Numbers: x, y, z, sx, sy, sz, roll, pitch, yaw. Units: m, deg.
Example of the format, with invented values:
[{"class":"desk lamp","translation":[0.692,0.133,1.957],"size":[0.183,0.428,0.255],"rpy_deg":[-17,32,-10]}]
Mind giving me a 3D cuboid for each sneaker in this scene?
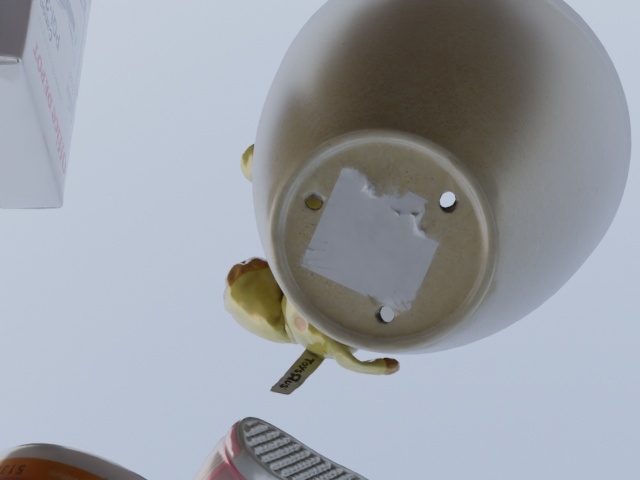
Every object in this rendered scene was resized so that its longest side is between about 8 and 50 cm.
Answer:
[{"class":"sneaker","translation":[-0.007,0.139,0.737],"size":[0.070,0.134,0.051],"rpy_deg":[-46,-157,20]}]

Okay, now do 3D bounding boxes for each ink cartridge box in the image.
[{"class":"ink cartridge box","translation":[-0.256,-0.191,1.274],"size":[0.117,0.207,0.283],"rpy_deg":[1,-121,1]}]

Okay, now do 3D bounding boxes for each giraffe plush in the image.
[{"class":"giraffe plush","translation":[0.000,0.000,1.330],"size":[0.181,0.170,0.210],"rpy_deg":[4,-150,12]}]

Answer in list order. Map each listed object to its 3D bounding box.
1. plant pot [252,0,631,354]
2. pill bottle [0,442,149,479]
[{"class":"plant pot","translation":[0.059,-0.032,1.000],"size":[0.256,0.256,0.274],"rpy_deg":[4,-164,11]},{"class":"pill bottle","translation":[-0.131,0.191,0.612],"size":[0.121,0.121,0.216],"rpy_deg":[12,-136,19]}]
